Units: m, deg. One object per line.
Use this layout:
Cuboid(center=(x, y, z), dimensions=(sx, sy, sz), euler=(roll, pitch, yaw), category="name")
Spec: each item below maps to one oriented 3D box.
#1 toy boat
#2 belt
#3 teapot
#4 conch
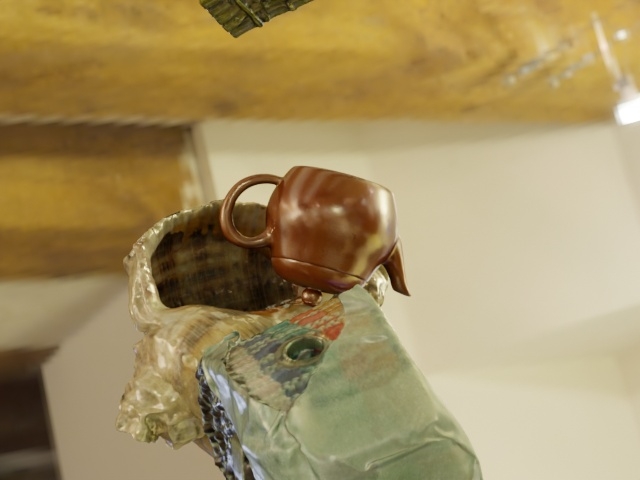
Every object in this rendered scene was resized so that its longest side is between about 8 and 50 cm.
Cuboid(center=(-0.026, -0.185, 1.252), dimensions=(0.115, 0.016, 0.063), euler=(-21, -27, 17), category="toy boat")
Cuboid(center=(0.007, 0.146, 1.220), dimensions=(0.150, 0.207, 0.257), euler=(-24, 3, -15), category="belt")
Cuboid(center=(0.000, 0.000, 1.416), dimensions=(0.173, 0.116, 0.116), euler=(17, -26, -13), category="teapot")
Cuboid(center=(-0.072, 0.091, 1.474), dimensions=(0.291, 0.210, 0.159), euler=(-25, -37, -44), category="conch")
